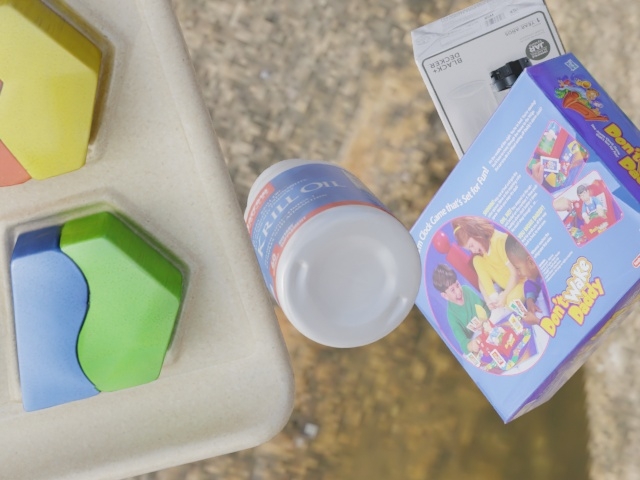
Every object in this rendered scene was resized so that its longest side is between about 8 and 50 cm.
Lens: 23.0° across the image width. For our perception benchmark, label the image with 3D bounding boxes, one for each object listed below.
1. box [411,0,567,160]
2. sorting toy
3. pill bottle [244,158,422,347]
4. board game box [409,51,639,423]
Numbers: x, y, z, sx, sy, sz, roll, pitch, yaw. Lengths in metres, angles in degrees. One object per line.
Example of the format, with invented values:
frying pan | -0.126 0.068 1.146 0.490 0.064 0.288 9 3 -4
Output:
box | 0.239 -0.146 1.897 0.169 0.290 0.087 -23 28 11
sorting toy | -0.124 -0.004 0.481 0.193 0.208 0.038 -14 24 5
pill bottle | 0.000 0.000 1.370 0.124 0.124 0.221 -64 20 9
board game box | 0.231 0.004 1.673 0.233 0.078 0.347 53 139 18
